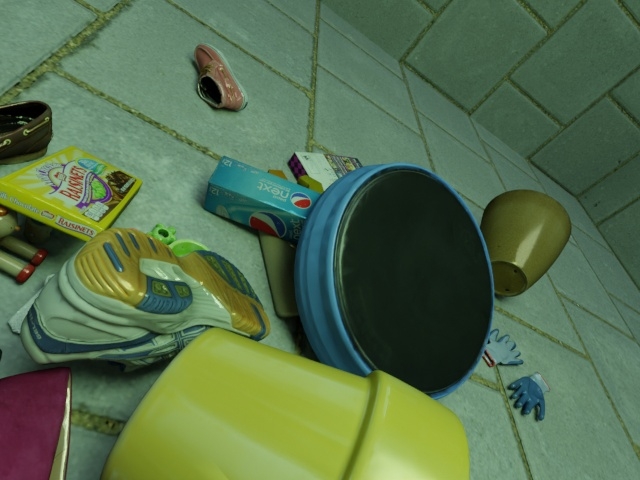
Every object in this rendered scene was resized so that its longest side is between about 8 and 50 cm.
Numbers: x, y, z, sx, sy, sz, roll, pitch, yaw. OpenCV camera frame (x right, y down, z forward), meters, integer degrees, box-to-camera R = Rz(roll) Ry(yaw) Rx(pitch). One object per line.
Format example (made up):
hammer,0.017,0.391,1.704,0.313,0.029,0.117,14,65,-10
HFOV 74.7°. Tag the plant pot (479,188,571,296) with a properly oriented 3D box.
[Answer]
plant pot,0.523,0.027,1.134,0.237,0.237,0.254,43,51,0

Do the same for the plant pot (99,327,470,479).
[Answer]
plant pot,-0.040,0.206,0.373,0.238,0.254,0.254,30,35,7

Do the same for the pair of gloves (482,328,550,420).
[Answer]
pair of gloves,0.427,0.288,0.917,0.159,0.023,0.198,-4,56,-44

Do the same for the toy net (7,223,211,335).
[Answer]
toy net,-0.241,0.036,0.500,0.122,0.045,0.232,52,36,10

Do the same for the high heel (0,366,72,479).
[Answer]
high heel,-0.166,0.259,0.270,0.377,0.127,0.181,49,43,11

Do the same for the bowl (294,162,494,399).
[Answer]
bowl,0.142,0.062,0.675,0.390,0.077,0.392,8,76,-33

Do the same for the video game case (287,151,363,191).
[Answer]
video game case,0.061,-0.094,0.927,0.210,0.042,0.232,-7,59,-45

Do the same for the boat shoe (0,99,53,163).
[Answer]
boat shoe,-0.405,-0.116,0.473,0.073,0.073,0.207,43,37,-3

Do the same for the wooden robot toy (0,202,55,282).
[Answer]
wooden robot toy,-0.324,-0.011,0.438,0.076,0.079,0.174,29,39,-20

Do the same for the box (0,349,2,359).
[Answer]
box,-0.324,0.134,0.187,0.260,0.103,0.185,-7,48,-21

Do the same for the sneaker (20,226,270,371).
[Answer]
sneaker,-0.168,0.080,0.462,0.112,0.131,0.296,56,8,28

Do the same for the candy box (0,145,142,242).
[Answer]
candy box,-0.287,-0.063,0.504,0.105,0.027,0.206,26,14,-20

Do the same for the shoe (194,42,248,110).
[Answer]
shoe,-0.230,-0.351,0.887,0.178,0.063,0.081,55,32,8

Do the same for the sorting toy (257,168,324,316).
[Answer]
sorting toy,0.000,0.000,0.757,0.228,0.041,0.308,2,52,-26

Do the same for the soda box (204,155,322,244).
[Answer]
soda box,-0.077,-0.058,0.690,0.209,0.067,0.071,20,47,-6
